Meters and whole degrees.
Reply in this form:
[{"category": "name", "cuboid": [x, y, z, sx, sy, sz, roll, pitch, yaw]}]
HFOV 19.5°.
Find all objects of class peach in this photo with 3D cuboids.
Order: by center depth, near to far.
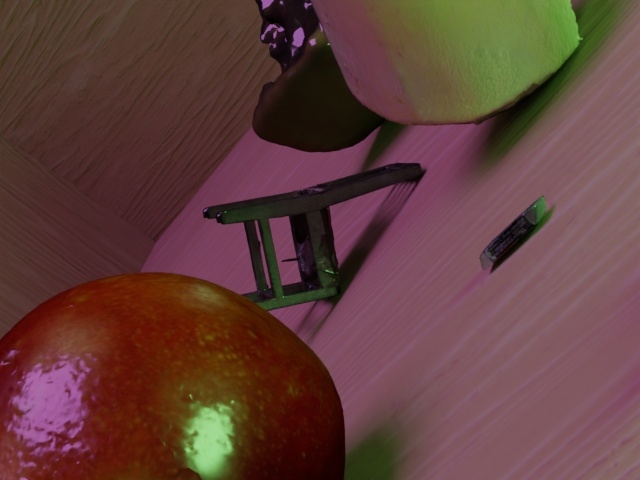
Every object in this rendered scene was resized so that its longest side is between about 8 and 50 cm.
[{"category": "peach", "cuboid": [-0.151, 0.212, 1.669, 0.388, 0.388, 0.388, -53, 10, 13]}]

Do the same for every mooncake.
[{"category": "mooncake", "cuboid": [-0.008, -0.352, 2.724, 0.246, 0.394, 0.393, -46, -1, 38]}]

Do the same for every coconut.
[{"category": "coconut", "cuboid": [0.140, -0.269, 2.052, 0.297, 0.309, 0.297, -17, 41, 15]}]

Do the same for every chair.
[{"category": "chair", "cuboid": [0.000, 0.000, 2.355, 0.270, 0.147, 0.136, -13, 5, -12]}]

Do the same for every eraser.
[{"category": "eraser", "cuboid": [0.181, -0.006, 1.746, 0.099, 0.019, 0.027, -45, -1, 43]}]
